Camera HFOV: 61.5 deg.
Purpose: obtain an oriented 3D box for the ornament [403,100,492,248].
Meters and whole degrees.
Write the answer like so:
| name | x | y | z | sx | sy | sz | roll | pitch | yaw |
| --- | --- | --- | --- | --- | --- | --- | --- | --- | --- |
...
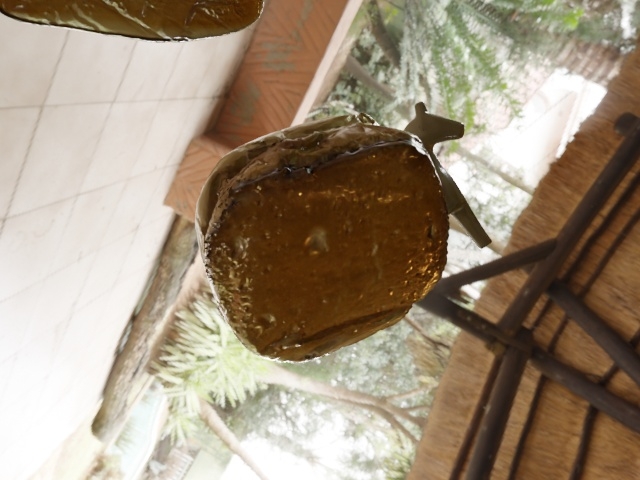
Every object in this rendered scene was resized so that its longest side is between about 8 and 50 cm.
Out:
| name | x | y | z | sx | sy | sz | roll | pitch | yaw |
| --- | --- | --- | --- | --- | --- | --- | --- | --- | --- |
| ornament | 0.159 | -0.069 | 0.847 | 0.230 | 0.245 | 0.061 | -36 | 173 | 29 |

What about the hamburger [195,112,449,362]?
| name | x | y | z | sx | sy | sz | roll | pitch | yaw |
| --- | --- | --- | --- | --- | --- | --- | --- | --- | --- |
| hamburger | 0.006 | -0.005 | 0.668 | 0.174 | 0.304 | 0.284 | -124 | -159 | -48 |

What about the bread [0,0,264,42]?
| name | x | y | z | sx | sy | sz | roll | pitch | yaw |
| --- | --- | --- | --- | --- | --- | --- | --- | --- | --- |
| bread | -0.155 | -0.205 | 0.445 | 0.073 | 0.214 | 0.053 | 103 | -23 | -43 |
